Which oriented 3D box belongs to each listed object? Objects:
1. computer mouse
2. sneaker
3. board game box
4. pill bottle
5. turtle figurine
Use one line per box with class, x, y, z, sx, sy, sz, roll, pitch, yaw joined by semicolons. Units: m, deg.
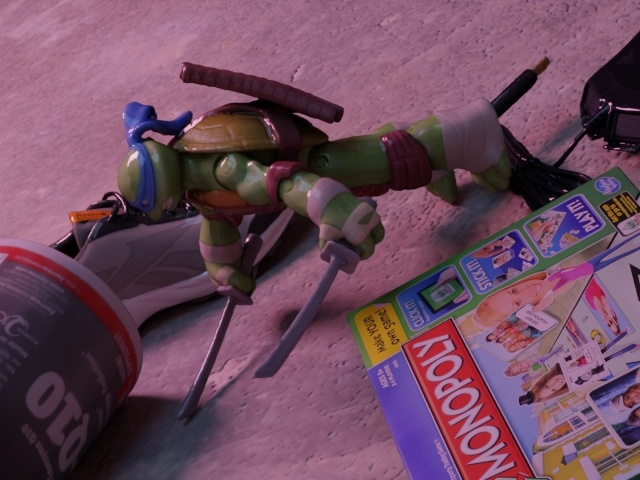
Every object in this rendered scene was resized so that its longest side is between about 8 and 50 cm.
computer mouse;0.229;-0.115;1.340;0.262;0.060;0.184;-47;32;-7
sneaker;-0.133;0.000;1.458;0.271;0.108;0.100;-30;23;-2
board game box;0.143;0.079;1.087;0.213;0.046;0.317;-28;25;3
pill bottle;-0.259;0.143;1.265;0.161;0.161;0.283;-9;33;38
turtle figurine;0.000;0.000;1.291;0.266;0.198;0.275;-15;60;-22
